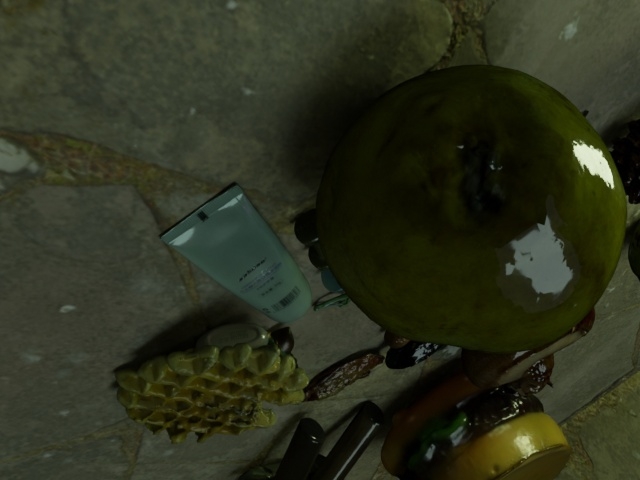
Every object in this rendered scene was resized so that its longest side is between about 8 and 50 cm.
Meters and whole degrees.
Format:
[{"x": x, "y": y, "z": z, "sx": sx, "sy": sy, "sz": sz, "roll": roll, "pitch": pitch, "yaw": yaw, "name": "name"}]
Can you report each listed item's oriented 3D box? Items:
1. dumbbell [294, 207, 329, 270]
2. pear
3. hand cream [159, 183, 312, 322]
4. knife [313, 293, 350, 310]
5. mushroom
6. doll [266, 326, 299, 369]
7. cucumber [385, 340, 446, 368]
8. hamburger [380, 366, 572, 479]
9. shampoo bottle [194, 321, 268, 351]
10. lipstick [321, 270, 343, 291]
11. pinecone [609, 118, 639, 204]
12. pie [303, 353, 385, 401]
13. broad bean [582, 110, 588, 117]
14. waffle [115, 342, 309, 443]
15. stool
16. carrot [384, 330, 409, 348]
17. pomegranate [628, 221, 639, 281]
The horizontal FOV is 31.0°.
[{"x": 0.000, "y": 0.000, "z": 1.522, "sx": 0.052, "sy": 0.046, "sz": 0.118, "roll": -28, "pitch": 156, "yaw": 1, "name": "dumbbell"}, {"x": 0.175, "y": -0.034, "z": 1.334, "sx": 0.352, "sy": 0.352, "sz": 0.413, "roll": -29, "pitch": 159, "yaw": -12, "name": "pear"}, {"x": -0.088, "y": 0.029, "z": 1.462, "sx": 0.109, "sy": 0.067, "sz": 0.321, "roll": -34, "pitch": 152, "yaw": 3, "name": "hand cream"}, {"x": 0.066, "y": 0.084, "z": 1.720, "sx": 0.166, "sy": 0.023, "sz": 0.078, "roll": -14, "pitch": 179, "yaw": 41, "name": "knife"}, {"x": 0.406, "y": 0.187, "z": 2.265, "sx": 0.297, "sy": 0.163, "sz": 0.278, "roll": -21, "pitch": 145, "yaw": -28, "name": "mushroom"}, {"x": -0.069, "y": 0.184, "z": 1.746, "sx": 0.078, "sy": 0.077, "sz": 0.113, "roll": -21, "pitch": 154, "yaw": -8, "name": "doll"}, {"x": 0.240, "y": 0.135, "z": 2.053, "sx": 0.303, "sy": 0.072, "sz": 0.081, "roll": -34, "pitch": 157, "yaw": 2, "name": "cucumber"}, {"x": 0.325, "y": 0.446, "z": 2.496, "sx": 0.395, "sy": 0.277, "sz": 0.396, "roll": -27, "pitch": 153, "yaw": -15, "name": "hamburger"}, {"x": -0.141, "y": 0.195, "z": 1.695, "sx": 0.108, "sy": 0.051, "sz": 0.221, "roll": -10, "pitch": 148, "yaw": -20, "name": "shampoo bottle"}, {"x": 0.069, "y": 0.046, "z": 1.695, "sx": 0.158, "sy": 0.048, "sz": 0.048, "roll": -4, "pitch": 143, "yaw": -49, "name": "lipstick"}, {"x": 0.532, "y": -0.125, "z": 1.838, "sx": 0.173, "sy": 0.173, "sz": 0.173, "roll": -28, "pitch": 156, "yaw": -14, "name": "pinecone"}, {"x": 0.041, "y": 0.241, "z": 2.054, "sx": 0.191, "sy": 0.033, "sz": 0.088, "roll": -24, "pitch": 151, "yaw": -20, "name": "pie"}, {"x": 0.289, "y": -0.067, "z": 1.738, "sx": 0.325, "sy": 0.067, "sz": 0.075, "roll": -42, "pitch": 164, "yaw": 22, "name": "broad bean"}, {"x": -0.148, "y": 0.209, "z": 1.613, "sx": 0.261, "sy": 0.056, "sz": 0.250, "roll": -9, "pitch": 146, "yaw": 5, "name": "waffle"}, {"x": 0.047, "y": 0.503, "z": 2.215, "sx": 0.226, "sy": 0.310, "sz": 0.310, "roll": -48, "pitch": 156, "yaw": 28, "name": "stool"}, {"x": 0.173, "y": 0.117, "z": 1.969, "sx": 0.047, "sy": 0.047, "sz": 0.191, "roll": -4, "pitch": 142, "yaw": -49, "name": "carrot"}, {"x": 0.749, "y": 0.023, "z": 2.314, "sx": 0.248, "sy": 0.214, "sz": 0.214, "roll": -23, "pitch": 157, "yaw": 5, "name": "pomegranate"}]
